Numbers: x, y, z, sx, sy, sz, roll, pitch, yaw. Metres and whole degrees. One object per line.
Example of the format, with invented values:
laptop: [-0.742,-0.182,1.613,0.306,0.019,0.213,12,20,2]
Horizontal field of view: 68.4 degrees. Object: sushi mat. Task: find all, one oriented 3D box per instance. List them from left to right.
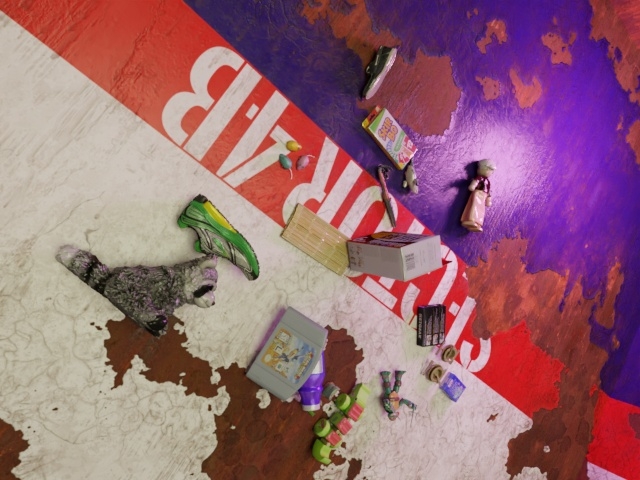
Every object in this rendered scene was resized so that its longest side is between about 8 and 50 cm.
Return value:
sushi mat: [0.000,0.000,1.825,0.317,0.019,0.151,34,75,-26]

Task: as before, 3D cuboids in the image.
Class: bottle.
bottle: [-0.042,0.483,1.756,0.118,0.092,0.282,-3,83,-3]

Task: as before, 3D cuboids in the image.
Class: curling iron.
curling iron: [0.286,-0.185,1.963,0.068,0.035,0.273,-18,101,-26]

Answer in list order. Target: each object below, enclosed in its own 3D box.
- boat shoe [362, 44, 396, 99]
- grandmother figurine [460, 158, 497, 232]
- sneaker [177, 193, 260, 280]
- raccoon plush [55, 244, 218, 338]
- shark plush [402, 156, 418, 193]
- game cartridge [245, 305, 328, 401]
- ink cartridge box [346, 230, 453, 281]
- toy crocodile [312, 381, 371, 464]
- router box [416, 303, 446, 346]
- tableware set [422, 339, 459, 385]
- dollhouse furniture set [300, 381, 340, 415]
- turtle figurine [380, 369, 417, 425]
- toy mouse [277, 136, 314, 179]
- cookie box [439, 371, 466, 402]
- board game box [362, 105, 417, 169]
boat shoe: [0.221,-0.675,1.893,0.079,0.084,0.233,26,86,11]
grandmother figurine: [0.733,-0.221,2.176,0.208,0.104,0.342,30,74,-54]
sneaker: [-0.339,0.014,1.596,0.146,0.134,0.343,-45,103,-12]
raccoon plush: [-0.522,0.083,1.453,0.446,0.216,0.299,47,64,-22]
shark plush: [0.389,-0.281,2.022,0.067,0.073,0.161,5,68,-48]
game cartridge: [-0.109,0.413,1.696,0.198,0.062,0.297,31,86,11]
ink cartridge box: [0.304,0.043,1.821,0.272,0.310,0.129,-15,103,-33]
toy crocodile: [0.086,0.715,1.860,0.340,0.105,0.115,-47,112,-19]
router box: [0.495,0.377,2.099,0.133,0.046,0.178,0,93,-29]
tableware set: [0.554,0.557,2.117,0.128,0.039,0.194,35,88,-32]
dollhouse furniture set: [-0.005,0.599,1.822,0.152,0.076,0.058,-44,109,-19]
turtle figurine: [0.310,0.667,1.975,0.175,0.118,0.234,9,72,-43]
toy mouse: [-0.095,-0.298,1.752,0.161,0.031,0.143,11,87,-29]
cookie box: [0.611,0.678,2.180,0.092,0.040,0.107,-49,113,-17]
board game box: [0.289,-0.428,1.955,0.259,0.039,0.124,45,72,-20]
